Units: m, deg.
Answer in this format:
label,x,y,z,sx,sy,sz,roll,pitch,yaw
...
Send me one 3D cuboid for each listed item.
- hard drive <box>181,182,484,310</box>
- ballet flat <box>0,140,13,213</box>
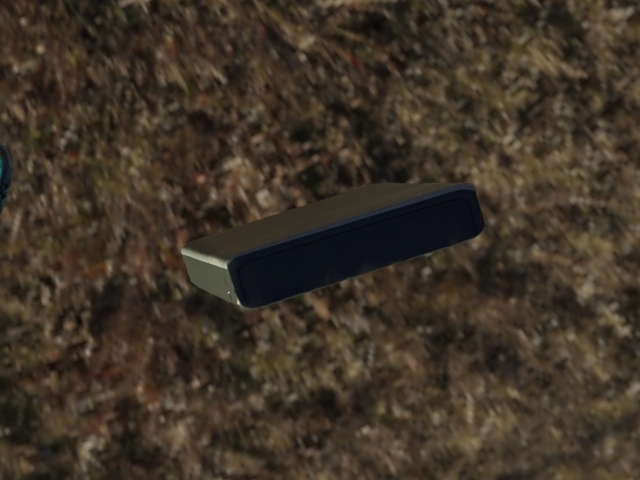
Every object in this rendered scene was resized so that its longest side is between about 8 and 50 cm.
label,x,y,z,sx,sy,sz,roll,pitch,yaw
hard drive,0.000,0.000,0.652,0.094,0.135,0.022,-18,95,-10
ballet flat,-0.248,0.015,1.061,0.070,0.070,0.188,25,95,-34
